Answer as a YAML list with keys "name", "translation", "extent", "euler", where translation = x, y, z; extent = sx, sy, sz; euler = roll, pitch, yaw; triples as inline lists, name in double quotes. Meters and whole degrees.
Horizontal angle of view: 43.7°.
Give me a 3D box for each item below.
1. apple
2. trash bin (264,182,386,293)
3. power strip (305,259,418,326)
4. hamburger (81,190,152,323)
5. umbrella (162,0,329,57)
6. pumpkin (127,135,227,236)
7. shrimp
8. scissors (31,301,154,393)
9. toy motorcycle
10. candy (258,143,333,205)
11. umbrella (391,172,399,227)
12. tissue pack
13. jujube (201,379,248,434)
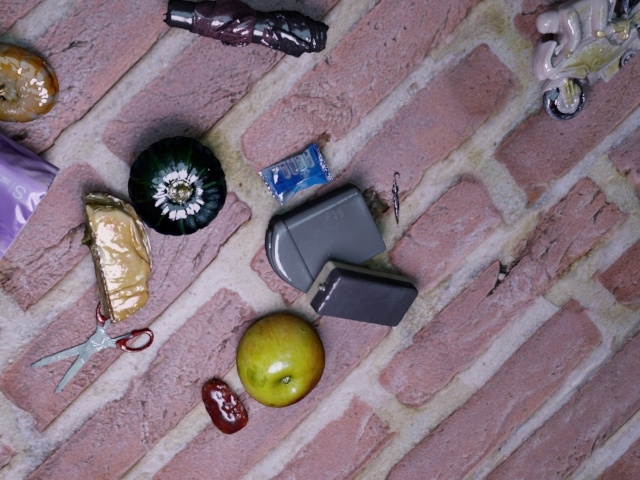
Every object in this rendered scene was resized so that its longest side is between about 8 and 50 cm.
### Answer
- name: "apple"
  translation: [-0.084, 0.256, 1.689]
  extent: [0.195, 0.196, 0.196]
  euler: [-2, 103, -9]
- name: "trash bin"
  translation: [0.000, 0.000, 1.687]
  extent: [0.236, 0.101, 0.177]
  euler: [-28, 104, -5]
- name: "power strip"
  translation: [0.086, 0.113, 1.682]
  extent: [0.256, 0.070, 0.105]
  euler: [13, 115, -42]
- name: "hamburger"
  translation: [-0.409, 0.024, 1.613]
  extent: [0.130, 0.124, 0.262]
  euler: [-14, 103, -24]
- name: "umbrella"
  translation: [-0.145, -0.426, 1.573]
  extent: [0.325, 0.094, 0.090]
  euler: [8, 145, -13]
- name: "pumpkin"
  translation: [-0.284, -0.106, 1.592]
  extent: [0.201, 0.140, 0.202]
  euler: [-3, 106, -10]
- name: "shrimp"
  translation: [-0.648, -0.317, 1.528]
  extent: [0.287, 0.063, 0.152]
  euler: [18, 111, -14]
- name: "scissors"
  translation: [-0.489, 0.226, 1.695]
  extent: [0.247, 0.017, 0.144]
  euler: [-34, 105, 1]
- name: "toy motorcycle"
  translation: [0.560, -0.433, 1.682]
  extent: [0.223, 0.108, 0.341]
  euler: [37, 101, -21]
- name: "candy"
  translation: [-0.051, -0.135, 1.679]
  extent: [0.136, 0.038, 0.088]
  euler: [-26, 102, 6]
- name: "umbrella"
  translation: [0.163, -0.087, 1.739]
  extent: [0.022, 0.013, 0.122]
  euler: [-8, 103, -30]
- name: "tissue pack"
  translation: [-0.702, -0.116, 1.480]
  extent: [0.338, 0.160, 0.242]
  euler: [33, 105, -21]
- name: "jujube"
  translation: [-0.213, 0.364, 1.743]
  extent: [0.077, 0.077, 0.129]
  euler: [-33, 101, -1]
